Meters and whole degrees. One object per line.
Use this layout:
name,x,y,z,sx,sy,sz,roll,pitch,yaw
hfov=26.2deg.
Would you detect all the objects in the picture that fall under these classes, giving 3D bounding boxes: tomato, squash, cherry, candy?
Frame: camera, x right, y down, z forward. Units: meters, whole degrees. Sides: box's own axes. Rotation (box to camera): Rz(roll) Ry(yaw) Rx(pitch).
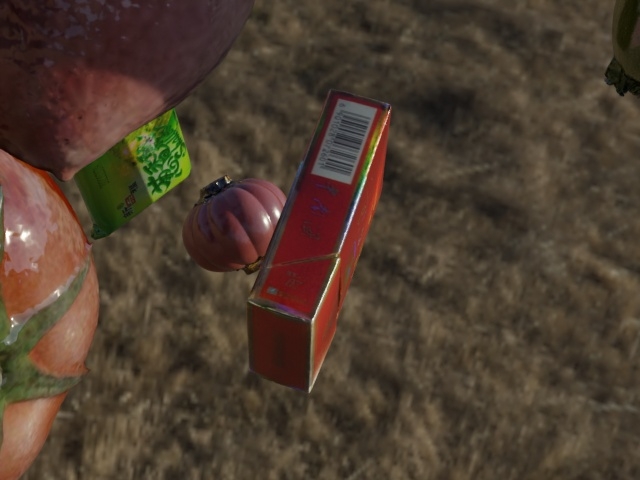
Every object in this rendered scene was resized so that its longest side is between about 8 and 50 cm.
tomato,-0.271,0.042,0.796,0.265,0.265,0.265,9,31,-5
squash,0.159,-0.114,0.621,0.052,0.183,0.052,-3,68,8
cherry,-0.123,-0.158,0.629,0.239,0.239,0.206,8,16,-7
candy,-0.139,-0.072,0.956,0.102,0.178,0.032,-41,65,-18

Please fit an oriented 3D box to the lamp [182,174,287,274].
lamp,-0.078,-0.014,1.289,0.107,0.107,0.092,-36,100,-51

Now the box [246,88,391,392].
box,0.001,0.000,0.926,0.048,0.112,0.175,16,62,7
